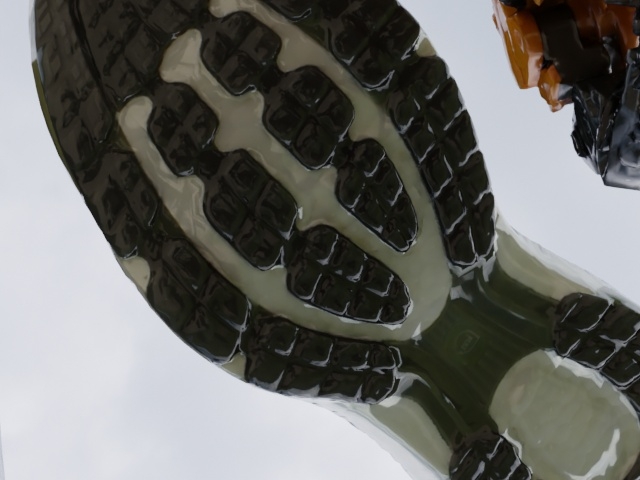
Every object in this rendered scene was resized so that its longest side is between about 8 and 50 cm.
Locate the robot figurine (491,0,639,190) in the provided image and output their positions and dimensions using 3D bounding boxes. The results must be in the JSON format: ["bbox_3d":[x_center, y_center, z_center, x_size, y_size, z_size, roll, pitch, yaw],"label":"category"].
[{"bbox_3d":[0.085,-0.140,0.545,0.085,0.291,0.211,-17,-110,0],"label":"robot figurine"}]

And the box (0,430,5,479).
[{"bbox_3d":[-0.298,0.200,0.862,0.297,0.472,0.480,-4,-75,-6],"label":"box"}]

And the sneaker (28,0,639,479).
[{"bbox_3d":[0.000,0.000,0.805,0.158,0.182,0.410,-48,-55,-7],"label":"sneaker"}]
